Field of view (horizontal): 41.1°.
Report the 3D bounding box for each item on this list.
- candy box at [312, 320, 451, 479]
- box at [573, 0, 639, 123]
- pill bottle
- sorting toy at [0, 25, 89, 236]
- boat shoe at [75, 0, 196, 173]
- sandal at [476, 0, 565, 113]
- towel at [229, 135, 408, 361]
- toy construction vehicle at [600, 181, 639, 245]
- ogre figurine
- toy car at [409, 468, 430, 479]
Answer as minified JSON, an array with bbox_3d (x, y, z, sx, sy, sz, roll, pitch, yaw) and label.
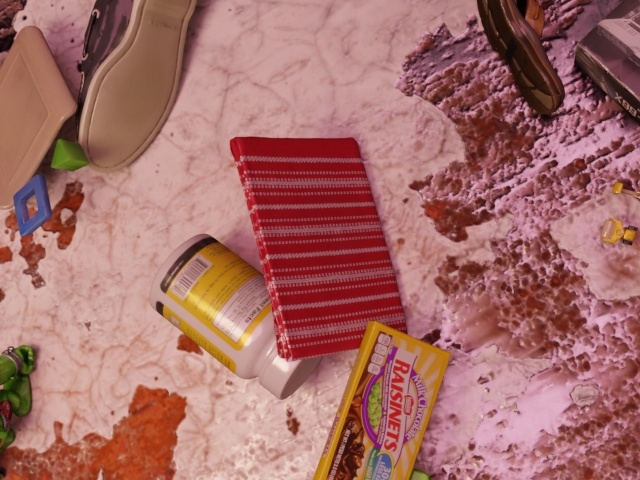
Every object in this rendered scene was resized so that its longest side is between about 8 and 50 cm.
[{"bbox_3d":[0.071,0.206,0.979,0.105,0.027,0.206,24,77,-15],"label":"candy box"},{"bbox_3d":[0.494,-0.244,0.992,0.307,0.076,0.242,-43,75,4],"label":"box"},{"bbox_3d":[-0.098,0.095,1.051,0.208,0.119,0.119,36,90,15],"label":"pill bottle"},{"bbox_3d":[-0.405,-0.167,1.170,0.196,0.047,0.348,-46,58,25],"label":"sorting toy"},{"bbox_3d":[-0.263,-0.263,1.149,0.113,0.127,0.340,26,104,41],"label":"boat shoe"},{"bbox_3d":[0.251,-0.260,1.048,0.060,0.090,0.219,-24,75,-9],"label":"sandal"},{"bbox_3d":[0.000,0.000,1.026,0.031,0.199,0.275,-28,72,49],"label":"towel"},{"bbox_3d":[0.387,-0.020,1.008,0.098,0.035,0.086,14,96,17],"label":"toy construction vehicle"},{"bbox_3d":[-0.436,0.233,1.107,0.097,0.118,0.197,36,90,15],"label":"ogre figurine"},{"bbox_3d":[0.108,0.380,0.995,0.239,0.053,0.225,-1,81,12],"label":"toy car"}]
